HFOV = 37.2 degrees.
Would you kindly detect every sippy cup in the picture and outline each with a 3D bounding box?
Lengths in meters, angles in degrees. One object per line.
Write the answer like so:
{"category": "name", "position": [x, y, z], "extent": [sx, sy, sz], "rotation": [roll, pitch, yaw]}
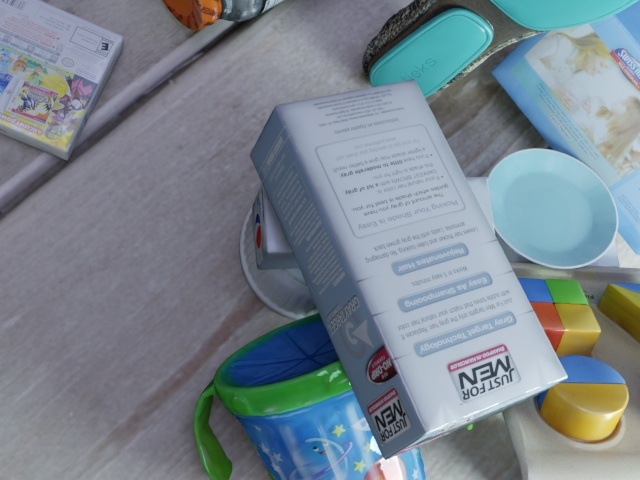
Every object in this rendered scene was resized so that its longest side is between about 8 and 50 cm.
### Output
{"category": "sippy cup", "position": [0.017, 0.224, 1.142], "extent": [0.240, 0.305, 0.224], "rotation": [-28, 104, -38]}

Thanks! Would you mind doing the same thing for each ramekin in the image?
{"category": "ramekin", "position": [0.000, 0.000, 1.263], "extent": [0.207, 0.109, 0.207], "rotation": [3, 74, -11]}

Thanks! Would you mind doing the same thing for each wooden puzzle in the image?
{"category": "wooden puzzle", "position": [0.360, 0.147, 1.138], "extent": [0.322, 0.080, 0.348], "rotation": [3, 43, -11]}

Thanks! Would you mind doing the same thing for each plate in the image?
{"category": "plate", "position": [0.309, -0.041, 1.284], "extent": [0.188, 0.024, 0.188], "rotation": [5, 60, -8]}

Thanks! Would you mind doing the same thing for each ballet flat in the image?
{"category": "ballet flat", "position": [0.231, -0.330, 1.221], "extent": [0.164, 0.483, 0.182], "rotation": [33, 62, -24]}

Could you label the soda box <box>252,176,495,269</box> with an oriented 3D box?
{"category": "soda box", "position": [0.064, -0.020, 1.173], "extent": [0.286, 0.098, 0.091], "rotation": [-1, 75, -12]}

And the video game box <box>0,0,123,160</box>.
{"category": "video game box", "position": [-0.396, -0.230, 1.279], "extent": [0.205, 0.048, 0.187], "rotation": [23, 70, -4]}

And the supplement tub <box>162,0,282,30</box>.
{"category": "supplement tub", "position": [-0.072, -0.441, 1.317], "extent": [0.338, 0.207, 0.207], "rotation": [-34, 84, -18]}

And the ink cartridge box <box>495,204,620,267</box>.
{"category": "ink cartridge box", "position": [0.329, 0.067, 1.320], "extent": [0.158, 0.092, 0.218], "rotation": [-3, 76, -12]}

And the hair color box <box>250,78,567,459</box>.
{"category": "hair color box", "position": [0.086, 0.021, 1.026], "extent": [0.185, 0.113, 0.374], "rotation": [-15, 70, -27]}

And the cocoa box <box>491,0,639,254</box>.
{"category": "cocoa box", "position": [0.463, -0.202, 1.324], "extent": [0.228, 0.231, 0.347], "rotation": [-35, 85, -33]}
